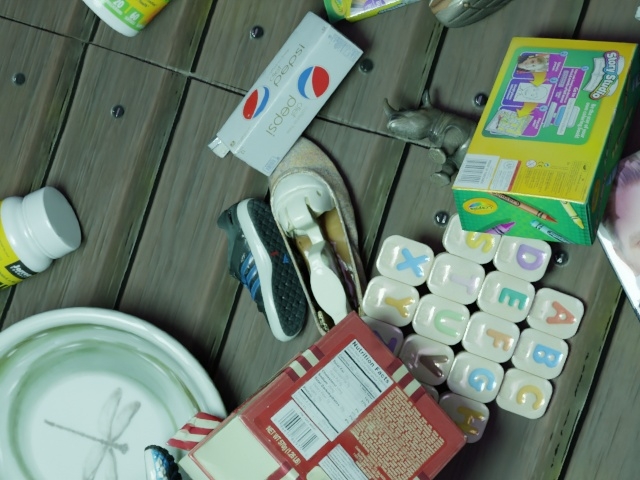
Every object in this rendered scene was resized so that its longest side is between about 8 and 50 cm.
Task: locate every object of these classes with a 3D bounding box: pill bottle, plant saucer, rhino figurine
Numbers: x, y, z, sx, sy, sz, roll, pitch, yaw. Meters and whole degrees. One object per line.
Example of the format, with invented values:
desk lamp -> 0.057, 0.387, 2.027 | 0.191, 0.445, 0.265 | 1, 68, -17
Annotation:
pill bottle -> -0.456, 0.008, 1.975 | 0.208, 0.119, 0.119 | -24, 82, 14
plant saucer -> -0.312, 0.280, 1.911 | 0.400, 0.100, 0.400 | 1, 99, 5
pill bottle -> -0.225, -0.413, 1.914 | 0.246, 0.136, 0.136 | -44, 78, 10
rhino figurine -> 0.182, -0.121, 1.816 | 0.243, 0.073, 0.106 | 33, 52, 15

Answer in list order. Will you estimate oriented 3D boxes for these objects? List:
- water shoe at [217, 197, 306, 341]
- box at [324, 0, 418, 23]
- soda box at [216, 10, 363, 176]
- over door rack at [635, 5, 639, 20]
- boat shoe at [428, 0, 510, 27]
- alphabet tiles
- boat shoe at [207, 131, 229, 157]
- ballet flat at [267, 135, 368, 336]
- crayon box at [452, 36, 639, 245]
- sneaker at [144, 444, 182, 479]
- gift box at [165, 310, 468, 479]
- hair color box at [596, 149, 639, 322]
water shoe -> -0.081, 0.044, 1.906 | 0.080, 0.073, 0.203 | -20, 82, 41
box -> 0.085, -0.364, 1.875 | 0.179, 0.043, 0.105 | -16, 84, 12
soda box -> -0.043, -0.198, 1.874 | 0.216, 0.069, 0.074 | -52, 36, 6
over door rack -> 0.579, -0.346, 1.702 | 0.324, 0.108, 0.239 | 19, 94, 15
boat shoe -> 0.250, -0.416, 1.799 | 0.116, 0.123, 0.324 | 44, 93, 19
alphabet tiles -> 0.188, 0.113, 1.796 | 0.278, 0.021, 0.284 | 20, 93, -4
boat shoe -> -0.111, -0.154, 1.931 | 0.100, 0.035, 0.035 | -43, 105, 7
ballet flat -> 0.000, 0.000, 1.854 | 0.108, 0.106, 0.316 | -25, 82, 15
crayon box -> 0.284, -0.129, 1.704 | 0.165, 0.081, 0.278 | 7, 52, 24
sneaker -> -0.218, 0.365, 1.833 | 0.083, 0.071, 0.190 | -11, 98, 12
gift box -> -0.023, 0.272, 1.727 | 0.276, 0.258, 0.255 | -35, 84, -31
hair color box -> 0.468, 0.048, 1.722 | 0.174, 0.105, 0.347 | -27, 81, 13
